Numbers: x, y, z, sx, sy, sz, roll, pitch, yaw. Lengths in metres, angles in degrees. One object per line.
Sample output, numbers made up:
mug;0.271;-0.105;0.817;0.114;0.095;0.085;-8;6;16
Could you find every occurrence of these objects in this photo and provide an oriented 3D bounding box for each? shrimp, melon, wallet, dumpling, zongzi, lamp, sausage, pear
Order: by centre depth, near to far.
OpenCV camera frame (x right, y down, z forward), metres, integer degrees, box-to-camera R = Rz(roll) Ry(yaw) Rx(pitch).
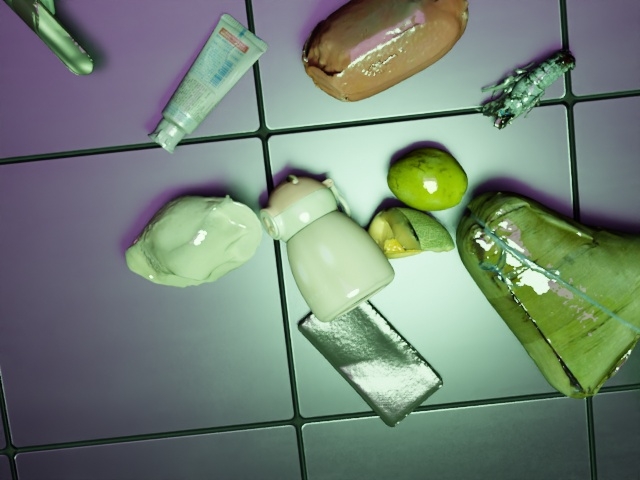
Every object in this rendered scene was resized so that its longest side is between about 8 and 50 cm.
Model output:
lamp;-0.333;-0.400;1.751;0.283;0.124;0.203;-39;108;-2
sausage;0.104;-0.320;1.770;0.280;0.152;0.152;-29;100;4
zongzi;0.438;0.007;1.819;0.393;0.174;0.356;-39;101;5
shrimp;0.328;-0.250;1.823;0.174;0.076;0.082;-40;76;7
pear;0.172;-0.099;1.835;0.131;0.107;0.107;17;101;11
melon;0.150;-0.013;1.848;0.128;0.160;0.079;2;83;-28
dumpling;-0.201;0.011;1.859;0.216;0.126;0.166;-40;125;-2
wallet;0.084;0.193;1.930;0.124;0.025;0.244;-42;98;6

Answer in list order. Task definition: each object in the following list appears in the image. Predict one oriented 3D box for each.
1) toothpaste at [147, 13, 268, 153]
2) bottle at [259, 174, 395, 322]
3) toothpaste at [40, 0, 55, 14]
toothpaste;-0.188;-0.247;1.835;0.089;0.057;0.234;37;92;-9
bottle;0.000;0.000;1.831;0.147;0.147;0.236;-34;83;6
toothpaste;-0.457;-0.435;1.803;0.064;0.041;0.218;-12;98;-9
